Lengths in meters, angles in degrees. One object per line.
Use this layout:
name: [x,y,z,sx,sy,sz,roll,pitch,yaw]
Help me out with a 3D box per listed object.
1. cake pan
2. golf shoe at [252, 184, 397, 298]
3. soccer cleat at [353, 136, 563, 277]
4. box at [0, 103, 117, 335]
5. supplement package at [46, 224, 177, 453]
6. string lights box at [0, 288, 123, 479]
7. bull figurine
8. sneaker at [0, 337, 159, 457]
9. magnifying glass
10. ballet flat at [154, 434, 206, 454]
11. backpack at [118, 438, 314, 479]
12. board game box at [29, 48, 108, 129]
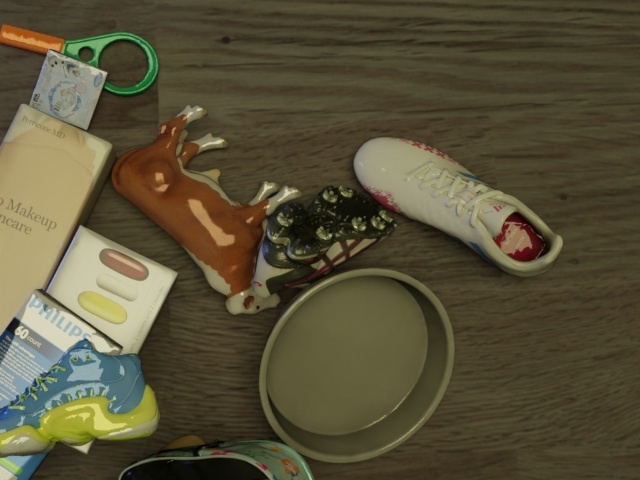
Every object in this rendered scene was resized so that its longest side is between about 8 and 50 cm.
cake pan: [0.046,0.170,1.786,0.293,0.054,0.293,-7,110,-19]
golf shoe: [0.000,0.000,1.795,0.105,0.272,0.120,45,124,22]
soccer cleat: [0.206,-0.059,1.837,0.331,0.143,0.116,29,81,-4]
box: [-0.411,-0.015,1.763,0.148,0.121,0.311,23,82,-4]
supplement package: [-0.314,0.133,1.720,0.145,0.204,0.262,26,82,-4]
string lights box: [-0.372,0.201,1.565,0.133,0.077,0.260,36,84,-4]
bull figurine: [-0.147,-0.040,1.813,0.310,0.101,0.188,42,77,-4]
sneaker: [-0.314,0.184,1.500,0.240,0.091,0.126,-5,79,-17]
magnifying glass: [-0.349,-0.272,1.848,0.230,0.026,0.092,14,83,-8]
ballet flat: [-0.244,0.364,1.773,0.232,0.073,0.080,-44,89,-9]
backpack: [-0.115,0.370,1.663,0.253,0.191,0.225,-13,87,33]
board game box: [-0.361,-0.217,1.827,0.090,0.020,0.090,22,102,-4]
